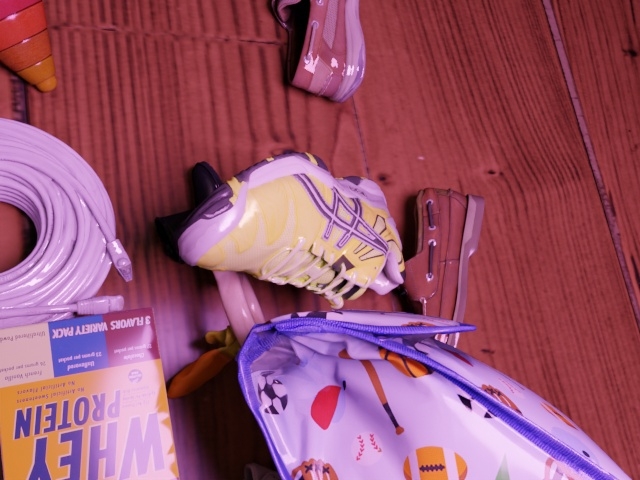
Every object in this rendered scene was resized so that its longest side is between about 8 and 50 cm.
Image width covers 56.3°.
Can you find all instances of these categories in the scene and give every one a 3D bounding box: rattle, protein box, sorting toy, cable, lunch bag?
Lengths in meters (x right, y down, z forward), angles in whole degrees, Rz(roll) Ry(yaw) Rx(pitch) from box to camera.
[{"bbox_3d":[-0.143,0.068,0.736,0.199,0.143,0.130,66,16,-3],"label":"rattle"},{"bbox_3d":[-0.233,0.187,0.584,0.136,0.201,0.199,-6,77,-27],"label":"protein box"},{"bbox_3d":[-0.446,-0.165,0.672,0.365,0.127,0.126,-43,124,-27],"label":"sorting toy"},{"bbox_3d":[-0.359,-0.009,0.653,0.257,0.089,0.257,-14,80,-27],"label":"cable"},{"bbox_3d":[0.110,0.201,0.626,0.385,0.328,0.239,35,90,11],"label":"lunch bag"}]

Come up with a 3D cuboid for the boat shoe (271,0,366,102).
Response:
[{"bbox_3d":[-0.010,-0.371,0.916,0.117,0.123,0.324,1,72,-23],"label":"boat shoe"}]

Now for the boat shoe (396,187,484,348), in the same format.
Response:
[{"bbox_3d":[0.159,0.066,0.875,0.105,0.110,0.307,13,66,5],"label":"boat shoe"}]

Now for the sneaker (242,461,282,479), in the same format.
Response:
[{"bbox_3d":[-0.033,0.312,0.704,0.263,0.099,0.121,-8,71,-30],"label":"sneaker"}]

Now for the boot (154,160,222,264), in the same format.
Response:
[{"bbox_3d":[-0.167,-0.035,0.775,0.099,0.045,0.121,-26,93,-33],"label":"boot"}]

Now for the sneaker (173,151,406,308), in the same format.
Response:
[{"bbox_3d":[0.000,0.000,0.702,0.385,0.145,0.147,-4,60,-55],"label":"sneaker"}]
